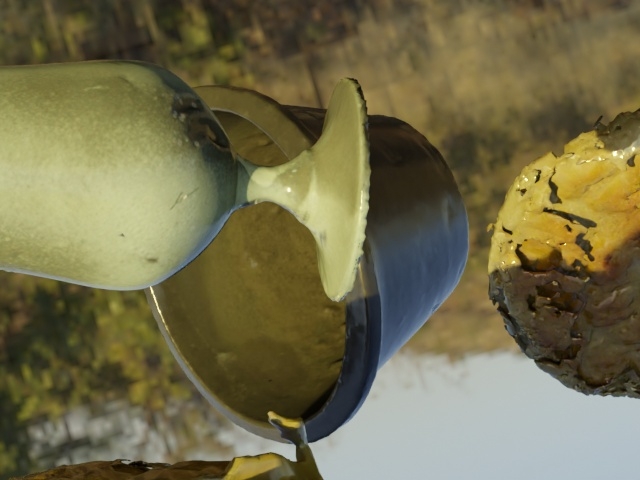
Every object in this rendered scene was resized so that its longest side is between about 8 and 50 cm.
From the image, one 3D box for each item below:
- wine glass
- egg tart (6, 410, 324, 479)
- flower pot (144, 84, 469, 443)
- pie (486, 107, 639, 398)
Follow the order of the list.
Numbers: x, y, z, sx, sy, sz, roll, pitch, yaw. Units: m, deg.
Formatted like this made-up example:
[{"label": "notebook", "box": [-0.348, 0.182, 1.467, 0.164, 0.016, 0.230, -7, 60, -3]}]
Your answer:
[{"label": "wine glass", "box": [-0.100, -0.029, 0.785, 0.231, 0.103, 0.103, 3, 173, -12]}, {"label": "egg tart", "box": [-0.130, 0.240, 0.913, 0.388, 0.169, 0.388, -36, 150, -24]}, {"label": "flower pot", "box": [0.000, 0.000, 1.334, 0.166, 0.269, 0.269, -19, 179, -36]}, {"label": "pie", "box": [0.245, 0.006, 1.228, 0.274, 0.055, 0.274, -5, 132, -5]}]
